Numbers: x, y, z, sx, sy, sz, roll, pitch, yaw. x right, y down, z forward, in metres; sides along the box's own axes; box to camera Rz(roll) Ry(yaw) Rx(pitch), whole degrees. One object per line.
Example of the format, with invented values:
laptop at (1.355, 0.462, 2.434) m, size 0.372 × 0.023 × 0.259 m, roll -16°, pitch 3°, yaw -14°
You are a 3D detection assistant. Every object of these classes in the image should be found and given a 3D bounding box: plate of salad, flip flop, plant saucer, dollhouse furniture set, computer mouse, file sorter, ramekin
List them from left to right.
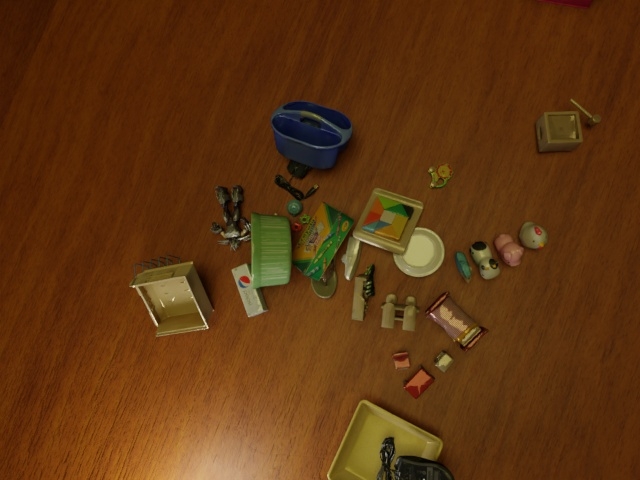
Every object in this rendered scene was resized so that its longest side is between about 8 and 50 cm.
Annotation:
file sorter at (-0.710, 0.136, 1.921) m, size 0.171 × 0.118 × 0.104 m, roll -14°, pitch 77°, yaw 9°
ramekin at (-0.199, 0.039, 1.738) m, size 0.149 × 0.303 × 0.302 m, roll 0°, pitch 82°, yaw -9°
computer mouse at (-0.064, -0.302, 1.880) m, size 0.184 × 0.060 × 0.262 m, roll 44°, pitch 93°, yaw 15°
flip flop at (0.019, 0.098, 1.796) m, size 0.113 × 0.080 × 0.276 m, roll 7°, pitch 83°, yaw 12°
plant saucer at (0.242, 0.815, 1.651) m, size 0.333 × 0.081 × 0.332 m, roll 24°, pitch 88°, yaw 14°
dollhouse furniture set at (0.250, 0.223, 1.650) m, size 0.242 × 0.212 × 0.160 m, roll 5°, pitch 93°, yaw 12°
computer mouse at (0.343, 0.820, 1.558) m, size 0.273 × 0.072 × 0.188 m, roll 7°, pitch 85°, yaw 25°
plate of salad at (0.390, 0.046, 1.743) m, size 0.200 × 0.048 × 0.199 m, roll -3°, pitch 78°, yaw 15°
dollhouse furniture set at (0.414, 0.391, 1.637) m, size 0.201 × 0.152 × 0.374 m, roll 44°, pitch 92°, yaw 14°

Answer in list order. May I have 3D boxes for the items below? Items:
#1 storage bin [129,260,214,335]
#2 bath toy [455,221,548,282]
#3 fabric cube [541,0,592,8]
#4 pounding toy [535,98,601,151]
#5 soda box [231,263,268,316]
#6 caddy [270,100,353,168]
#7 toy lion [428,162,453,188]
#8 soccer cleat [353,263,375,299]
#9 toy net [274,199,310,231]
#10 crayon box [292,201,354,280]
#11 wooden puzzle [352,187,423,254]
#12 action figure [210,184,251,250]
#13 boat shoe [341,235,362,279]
storage bin at (-0.613, 0.244, 1.816) m, size 0.261 × 0.123 × 0.262 m, roll -11°, pitch 118°, yaw 9°
bath toy at (0.688, 0.040, 1.644) m, size 0.349 × 0.129 × 0.151 m, roll -25°, pitch 78°, yaw 6°
fabric cube at (0.981, -1.102, 1.679) m, size 0.254 × 0.258 × 0.258 m, roll 17°, pitch 86°, yaw 14°
pounding toy at (0.946, -0.440, 1.682) m, size 0.206 × 0.094 × 0.180 m, roll -1°, pitch 77°, yaw 2°
soda box at (-0.297, 0.209, 1.851) m, size 0.074 × 0.069 × 0.216 m, roll -24°, pitch 79°, yaw 8°
caddy at (-0.036, -0.448, 1.792) m, size 0.342 × 0.179 × 0.241 m, roll 22°, pitch 58°, yaw 13°
toy lion at (0.489, -0.264, 1.779) m, size 0.096 × 0.034 × 0.100 m, roll -3°, pitch 82°, yaw 3°
soccer cleat at (0.192, 0.183, 1.765) m, size 0.073 × 0.060 × 0.178 m, roll 21°, pitch 93°, yaw 3°
toy net at (-0.162, -0.070, 1.880) m, size 0.232 × 0.045 × 0.122 m, roll -35°, pitch 99°, yaw 8°
crayon box at (0.000, 0.000, 1.741) m, size 0.278 × 0.081 × 0.165 m, roll -60°, pitch 32°, yaw 4°
wooden puzzle at (0.271, -0.084, 1.760) m, size 0.221 × 0.044 × 0.238 m, roll 21°, pitch 74°, yaw 18°
action figure at (-0.387, -0.093, 1.900) m, size 0.186 × 0.099 × 0.284 m, roll -8°, pitch 84°, yaw 5°
boat shoe at (0.121, 0.068, 1.790) m, size 0.063 × 0.066 × 0.184 m, roll 11°, pitch 85°, yaw 23°
